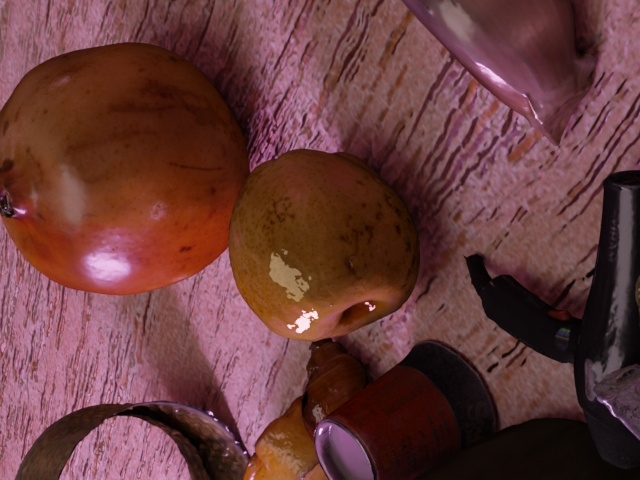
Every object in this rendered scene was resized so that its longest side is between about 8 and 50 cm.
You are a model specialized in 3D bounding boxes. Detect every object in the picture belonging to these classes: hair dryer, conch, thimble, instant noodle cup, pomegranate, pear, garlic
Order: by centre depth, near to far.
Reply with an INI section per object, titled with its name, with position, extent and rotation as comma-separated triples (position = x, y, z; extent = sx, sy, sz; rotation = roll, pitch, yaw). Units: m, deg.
[garlic]
position = 0.098, -0.204, 1.272
extent = 0.266, 0.128, 0.148
rotation = 55, 137, 31
[hair dryer]
position = 0.184, 0.038, 1.332
extent = 0.272, 0.091, 0.235
rotation = 21, 121, 52
[pear]
position = 0.000, 0.000, 1.481
extent = 0.178, 0.178, 0.178
rotation = 34, 139, 37
[instant noodle cup]
position = 0.072, 0.174, 1.530
extent = 0.127, 0.136, 0.127
rotation = 35, 138, 38
[pomegranate]
position = -0.203, -0.073, 1.630
extent = 0.264, 0.264, 0.264
rotation = 34, 139, 37
[conch]
position = 0.035, 0.193, 1.644
extent = 0.232, 0.086, 0.080
rotation = 61, 148, 5
[thimble]
position = -0.217, 0.316, 1.929
extent = 0.150, 0.271, 0.270
rotation = -8, 107, 59

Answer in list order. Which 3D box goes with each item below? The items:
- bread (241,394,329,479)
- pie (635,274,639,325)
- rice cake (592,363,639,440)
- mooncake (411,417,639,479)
[bread]
position = -0.031, 0.259, 1.777
extent = 0.094, 0.102, 0.245
rotation = 44, 145, 23
[pie]
position = 0.336, 0.067, 1.115
extent = 0.277, 0.078, 0.277
rotation = 25, 128, 37
[rice cake]
position = 0.278, 0.165, 1.241
extent = 0.211, 0.043, 0.034
rotation = 45, -172, -26
[mooncake]
position = 0.194, 0.338, 1.418
extent = 0.356, 0.194, 0.356
rotation = 30, 133, 38
